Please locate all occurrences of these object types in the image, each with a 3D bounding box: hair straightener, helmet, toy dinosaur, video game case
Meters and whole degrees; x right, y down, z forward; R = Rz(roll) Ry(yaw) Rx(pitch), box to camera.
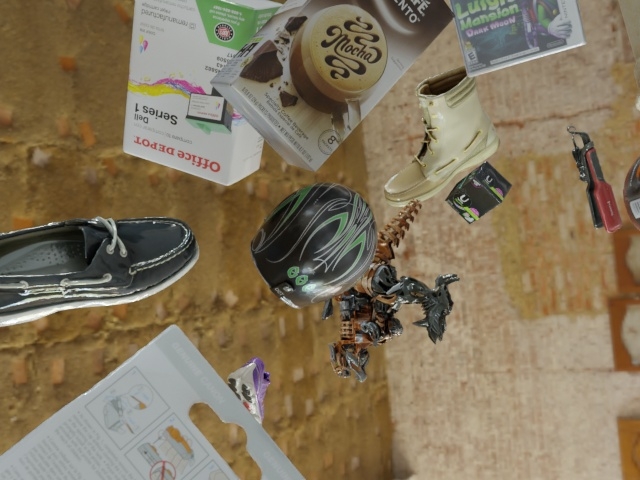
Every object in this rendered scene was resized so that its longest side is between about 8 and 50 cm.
[{"bbox_3d":[0.534,-0.126,1.515,0.230,0.047,0.089,62,173,-15],"label":"hair straightener"},{"bbox_3d":[0.000,0.000,1.049,0.169,0.161,0.169,47,-163,-19],"label":"helmet"},{"bbox_3d":[0.119,0.094,1.319,0.164,0.218,0.322,-38,-38,-64],"label":"toy dinosaur"},{"bbox_3d":[0.300,-0.365,1.178,0.022,0.190,0.173,-28,-75,-57],"label":"video game case"}]

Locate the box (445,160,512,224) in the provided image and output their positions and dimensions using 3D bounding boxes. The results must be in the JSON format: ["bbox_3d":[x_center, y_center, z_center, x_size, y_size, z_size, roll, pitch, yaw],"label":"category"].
[{"bbox_3d":[0.258,-0.078,1.232,0.062,0.083,0.052,43,-127,-5],"label":"box"}]

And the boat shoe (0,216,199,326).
[{"bbox_3d":[-0.290,0.022,0.928,0.302,0.114,0.091,-20,-36,-28],"label":"boat shoe"}]

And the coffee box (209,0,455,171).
[{"bbox_3d":[0.017,-0.263,1.037,0.297,0.119,0.168,-49,-66,-6],"label":"coffee box"}]

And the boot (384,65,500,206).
[{"bbox_3d":[0.211,-0.200,1.464,0.203,0.262,0.095,58,-179,-41],"label":"boot"}]

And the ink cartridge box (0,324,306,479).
[{"bbox_3d":[-0.226,0.335,0.863,0.385,0.091,0.308,-39,-94,-22],"label":"ink cartridge box"}]

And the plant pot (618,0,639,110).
[{"bbox_3d":[0.616,-0.422,1.214,0.333,0.333,0.306,5,-116,-65],"label":"plant pot"}]

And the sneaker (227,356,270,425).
[{"bbox_3d":[-0.109,0.259,1.270,0.071,0.068,0.170,-44,-24,-33],"label":"sneaker"}]

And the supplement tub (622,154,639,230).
[{"bbox_3d":[0.337,-0.052,0.631,0.198,0.106,0.106,67,-162,-84],"label":"supplement tub"}]

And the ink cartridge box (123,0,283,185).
[{"bbox_3d":[-0.187,-0.250,1.185,0.117,0.201,0.278,-44,-30,-61],"label":"ink cartridge box"}]
